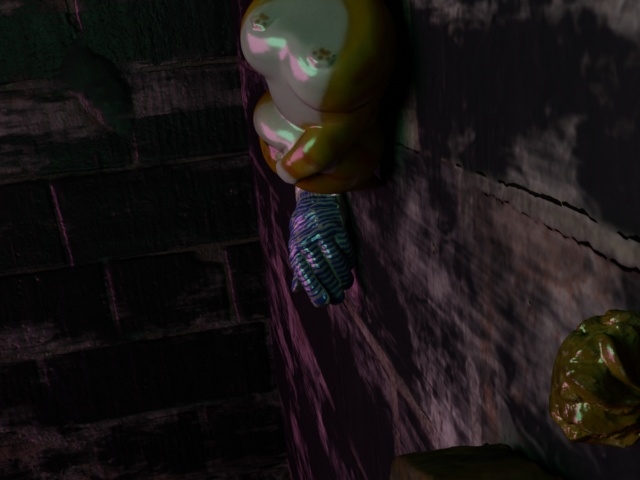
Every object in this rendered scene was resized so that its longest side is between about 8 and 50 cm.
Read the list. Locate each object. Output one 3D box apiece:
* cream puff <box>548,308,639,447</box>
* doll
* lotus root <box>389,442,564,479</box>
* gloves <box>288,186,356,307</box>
[{"bbox_3d":[0.155,0.074,0.413,0.058,0.083,0.083,26,125,24],"label":"cream puff"},{"bbox_3d":[0.001,-0.160,0.838,0.166,0.162,0.270,43,147,24],"label":"doll"},{"bbox_3d":[0.145,0.343,0.581,0.390,0.111,0.375,-113,12,-54],"label":"lotus root"},{"bbox_3d":[-0.004,-0.004,1.178,0.119,0.097,0.229,-34,54,38],"label":"gloves"}]
